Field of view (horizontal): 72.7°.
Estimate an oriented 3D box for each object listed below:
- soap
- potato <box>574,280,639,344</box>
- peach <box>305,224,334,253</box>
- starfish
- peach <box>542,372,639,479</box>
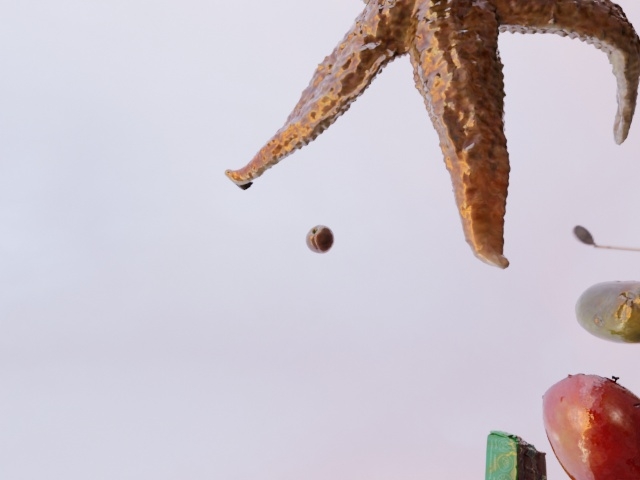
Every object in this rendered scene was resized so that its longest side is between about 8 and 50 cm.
[{"bbox_3d":[0.467,0.615,1.037,0.218,0.098,0.273,42,-133,-27],"label":"soap"},{"bbox_3d":[0.764,0.175,1.092,0.197,0.228,0.148,-15,-85,9],"label":"potato"},{"bbox_3d":[0.001,-0.002,1.184,0.083,0.083,0.082,-3,-85,-30],"label":"peach"},{"bbox_3d":[0.101,-0.179,0.428,0.383,0.399,0.132,-60,-20,-12],"label":"starfish"},{"bbox_3d":[0.504,0.348,0.776,0.196,0.189,0.226,-17,-116,-16],"label":"peach"}]
